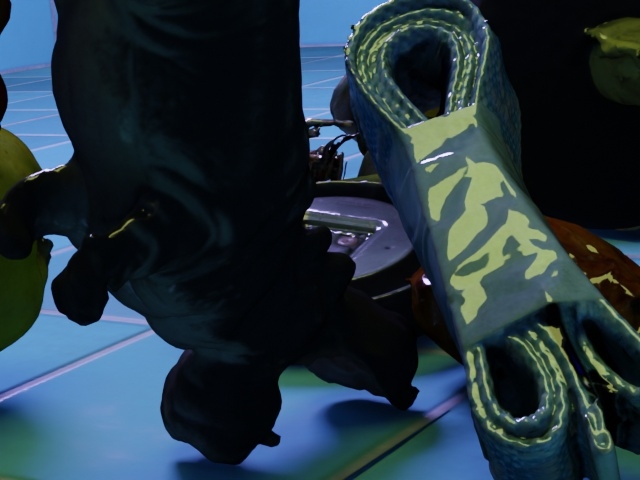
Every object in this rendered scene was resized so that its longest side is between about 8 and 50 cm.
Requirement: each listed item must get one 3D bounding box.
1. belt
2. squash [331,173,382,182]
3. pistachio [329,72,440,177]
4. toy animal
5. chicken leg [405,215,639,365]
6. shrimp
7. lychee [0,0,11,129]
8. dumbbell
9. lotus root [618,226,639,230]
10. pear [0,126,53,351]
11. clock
[{"bbox_3d":[0.081,-0.006,0.653,0.087,0.072,0.302,-17,46,-1],"label":"belt"},{"bbox_3d":[-0.007,-0.013,1.066,0.229,0.066,0.066,-6,12,-6],"label":"squash"},{"bbox_3d":[0.140,-0.104,1.200,0.288,0.166,0.197,-3,-31,-27],"label":"pistachio"},{"bbox_3d":[-0.056,-0.017,0.629,0.168,0.343,0.106,-38,45,-24],"label":"toy animal"},{"bbox_3d":[0.162,0.048,0.687,0.113,0.093,0.304,2,10,-38],"label":"chicken leg"},{"bbox_3d":[-0.026,-0.048,1.133,0.075,0.073,0.190,21,-31,-20],"label":"shrimp"},{"bbox_3d":[-0.342,-0.026,0.432,0.500,0.424,0.424,-19,11,6],"label":"lychee"},{"bbox_3d":[0.207,-0.085,0.743,0.204,0.203,0.322,-8,15,-17],"label":"dumbbell"},{"bbox_3d":[0.298,-0.094,1.088,0.180,0.199,0.188,-10,56,-48],"label":"lotus root"},{"bbox_3d":[-0.276,0.002,0.765,0.269,0.212,0.212,-3,10,-24],"label":"pear"},{"bbox_3d":[0.002,0.016,0.893,0.185,0.040,0.184,-5,25,2],"label":"clock"}]
